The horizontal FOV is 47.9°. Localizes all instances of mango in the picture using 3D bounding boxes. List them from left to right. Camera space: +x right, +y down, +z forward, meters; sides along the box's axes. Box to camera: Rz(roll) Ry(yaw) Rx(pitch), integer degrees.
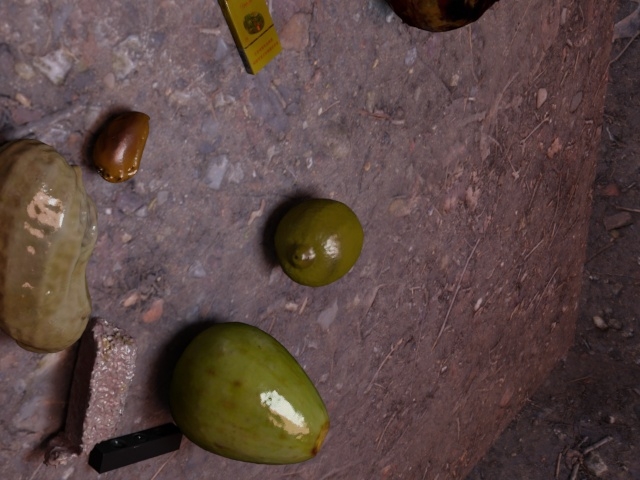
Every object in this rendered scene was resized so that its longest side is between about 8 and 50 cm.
[{"bbox_3d":[-0.316,-0.153,1.146,0.077,0.063,0.127,37,73,-48],"label":"mango"}]

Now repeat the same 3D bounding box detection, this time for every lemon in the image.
[{"bbox_3d":[0.000,0.000,1.531,0.248,0.184,0.184,-31,132,-53],"label":"lemon"}]

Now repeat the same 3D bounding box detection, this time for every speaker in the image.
[{"bbox_3d":[-0.356,0.403,1.403,0.191,0.040,0.046,-1,111,-52],"label":"speaker"}]

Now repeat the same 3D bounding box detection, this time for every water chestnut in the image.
[{"bbox_3d":[0.285,-0.600,1.470,0.350,0.302,0.350,-29,132,-37],"label":"water chestnut"}]

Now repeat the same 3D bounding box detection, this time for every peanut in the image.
[{"bbox_3d":[-0.415,0.019,1.040,0.174,0.158,0.340,-55,160,-70],"label":"peanut"}]

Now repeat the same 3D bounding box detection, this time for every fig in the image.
[{"bbox_3d":[-0.135,0.316,1.411,0.258,0.326,0.258,-54,173,-9],"label":"fig"}]

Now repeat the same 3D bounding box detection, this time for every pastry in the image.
[{"bbox_3d":[-0.385,0.264,1.241,0.112,0.103,0.265,17,101,-36],"label":"pastry"}]

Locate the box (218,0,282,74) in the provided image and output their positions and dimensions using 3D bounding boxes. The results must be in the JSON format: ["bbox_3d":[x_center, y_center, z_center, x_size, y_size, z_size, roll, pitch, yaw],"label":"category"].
[{"bbox_3d":[-0.124,-0.388,1.300,0.087,0.023,0.155,-46,138,-23],"label":"box"}]
